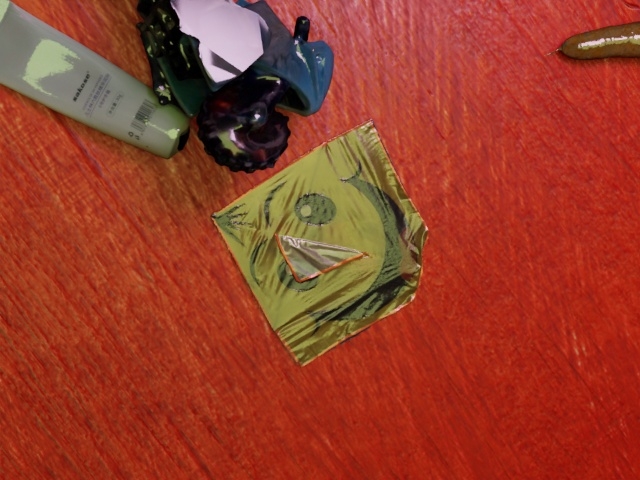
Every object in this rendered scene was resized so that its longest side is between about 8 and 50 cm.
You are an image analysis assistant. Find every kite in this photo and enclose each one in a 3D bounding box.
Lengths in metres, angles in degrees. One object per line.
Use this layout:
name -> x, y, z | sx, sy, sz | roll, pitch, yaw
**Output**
kite -> 0.000, 0.000, 1.884 | 0.327, 0.013, 0.378 | 12, 95, -10

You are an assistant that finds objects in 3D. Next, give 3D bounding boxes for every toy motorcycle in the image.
toy motorcycle -> -0.131, -0.294, 1.755 | 0.232, 0.172, 0.416 | -28, 84, -29

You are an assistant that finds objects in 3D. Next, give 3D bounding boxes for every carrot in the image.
carrot -> 0.474, -0.292, 1.909 | 0.298, 0.078, 0.078 | -4, 97, -5

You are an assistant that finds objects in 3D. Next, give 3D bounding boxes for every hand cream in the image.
hand cream -> -0.326, -0.213, 1.783 | 0.320, 0.067, 0.109 | 28, 92, -7
